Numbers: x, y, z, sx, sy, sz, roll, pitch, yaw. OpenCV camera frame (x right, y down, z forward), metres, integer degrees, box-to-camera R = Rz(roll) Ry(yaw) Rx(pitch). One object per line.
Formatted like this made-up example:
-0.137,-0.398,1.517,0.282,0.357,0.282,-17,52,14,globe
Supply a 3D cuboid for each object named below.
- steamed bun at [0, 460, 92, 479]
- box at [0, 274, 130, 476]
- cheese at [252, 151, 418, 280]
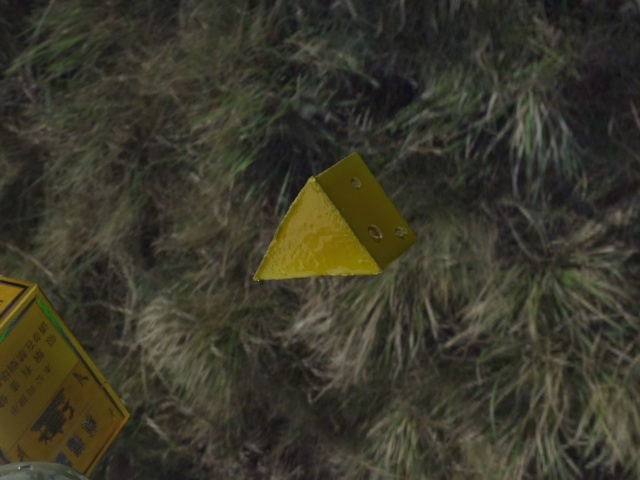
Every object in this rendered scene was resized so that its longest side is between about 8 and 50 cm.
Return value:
-0.294,0.359,0.867,0.319,0.275,0.206,26,148,-2,steamed bun
-0.399,0.220,1.186,0.084,0.193,0.302,11,140,30,box
0.000,0.000,1.007,0.171,0.093,0.126,-34,92,41,cheese
